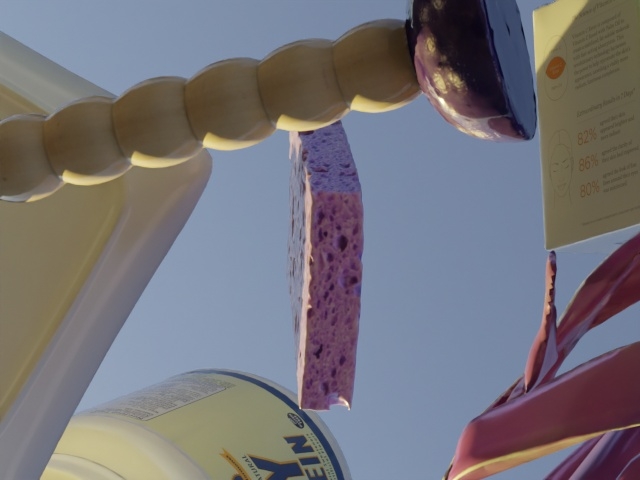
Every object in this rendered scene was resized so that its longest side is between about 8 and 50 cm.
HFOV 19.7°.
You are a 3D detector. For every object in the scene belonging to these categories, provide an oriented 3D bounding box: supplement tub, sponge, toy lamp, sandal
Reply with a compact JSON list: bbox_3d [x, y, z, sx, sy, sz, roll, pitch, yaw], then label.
[{"bbox_3d":[-0.130,0.235,1.412,0.235,0.325,0.236,3,-83,22],"label":"supplement tub"},{"bbox_3d":[0.000,0.000,1.018,0.210,0.031,0.117,-99,-169,-72],"label":"sponge"},{"bbox_3d":[-0.069,-0.033,0.612,0.274,0.080,0.080,-12,-97,17],"label":"toy lamp"},{"bbox_3d":[0.128,0.027,0.641,0.102,0.169,0.416,42,-69,5],"label":"sandal"}]

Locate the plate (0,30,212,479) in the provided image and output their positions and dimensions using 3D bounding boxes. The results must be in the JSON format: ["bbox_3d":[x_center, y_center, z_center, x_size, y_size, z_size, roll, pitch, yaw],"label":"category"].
[{"bbox_3d":[-0.237,-0.002,1.056,0.278,0.277,0.045,-61,-169,-11],"label":"plate"}]

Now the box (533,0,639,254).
[{"bbox_3d":[0.213,-0.083,1.205,0.130,0.091,0.171,160,-69,-65],"label":"box"}]
